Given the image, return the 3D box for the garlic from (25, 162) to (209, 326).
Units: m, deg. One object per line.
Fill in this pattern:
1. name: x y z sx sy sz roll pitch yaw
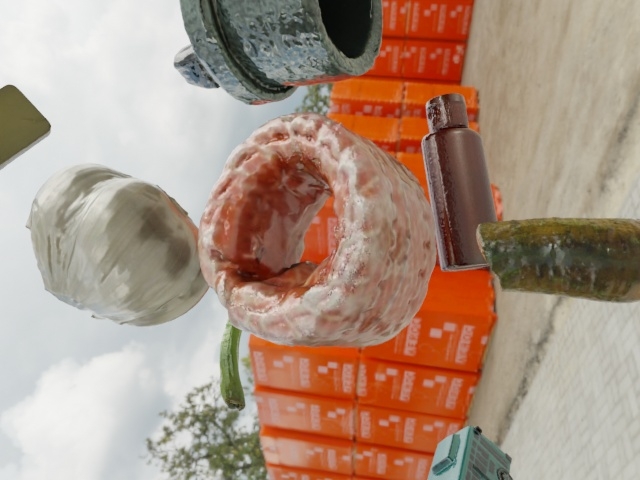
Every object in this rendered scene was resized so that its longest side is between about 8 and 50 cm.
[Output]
1. garlic: -0.229 0.007 0.651 0.178 0.229 0.143 -61 20 -19

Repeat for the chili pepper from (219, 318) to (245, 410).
1. chili pepper: -0.174 0.231 1.090 0.050 0.052 0.201 40 -133 -62

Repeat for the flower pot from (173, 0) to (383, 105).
1. flower pot: -0.070 -0.364 0.850 0.299 0.283 0.298 5 -96 -59

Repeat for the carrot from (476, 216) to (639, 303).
1. carrot: 0.236 0.018 0.518 0.082 0.173 0.082 -2 -90 -72

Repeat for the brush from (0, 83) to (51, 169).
1. brush: -0.674 -0.219 1.141 0.197 0.123 0.059 -43 13 -16

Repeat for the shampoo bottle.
1. shampoo bottle: 0.206 -0.087 0.823 0.064 0.102 0.260 148 118 -66

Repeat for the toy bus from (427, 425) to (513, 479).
1. toy bus: 0.174 0.301 0.664 0.079 0.092 0.160 -48 -5 27

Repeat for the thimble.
1. thimble: 0.000 0.000 0.592 0.162 0.239 0.239 14 -98 -56
